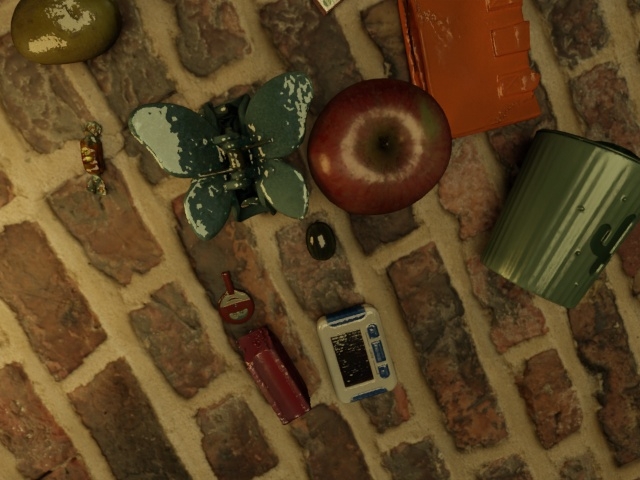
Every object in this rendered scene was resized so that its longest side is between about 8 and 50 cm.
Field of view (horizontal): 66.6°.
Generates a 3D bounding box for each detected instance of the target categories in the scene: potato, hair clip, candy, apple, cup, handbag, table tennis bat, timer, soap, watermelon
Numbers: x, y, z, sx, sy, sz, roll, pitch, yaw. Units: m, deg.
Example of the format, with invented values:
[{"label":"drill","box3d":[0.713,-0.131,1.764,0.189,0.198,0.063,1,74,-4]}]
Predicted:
[{"label":"potato","box3d":[-0.577,-0.485,1.093,0.251,0.159,0.174,-26,78,8]},{"label":"hair clip","box3d":[-0.185,-0.190,1.144,0.392,0.238,0.318,-15,102,-1]},{"label":"candy","box3d":[-0.561,-0.200,1.201,0.053,0.046,0.182,-5,99,-7]},{"label":"apple","box3d":[0.133,-0.219,1.160,0.345,0.269,0.344,-1,96,-8]},{"label":"cup","box3d":[0.655,-0.043,1.241,0.401,0.310,0.392,23,102,-8]},{"label":"handbag","box3d":[0.375,-0.480,1.223,0.304,0.116,0.410,-15,102,-6]},{"label":"table tennis bat","box3d":[-0.236,0.156,1.319,0.098,0.019,0.154,-16,105,-3]},{"label":"timer","box3d":[0.100,0.311,1.353,0.178,0.078,0.253,-15,101,-1]},{"label":"soap","box3d":[-0.126,0.349,1.290,0.099,0.162,0.250,-30,103,-1]},{"label":"watermelon","box3d":[0.000,0.000,1.285,0.078,0.078,0.110,-14,101,-4]}]

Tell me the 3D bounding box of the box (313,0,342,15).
[{"label":"box","box3d":[0.008,-0.630,1.186,0.089,0.043,0.125,-38,102,1]}]
